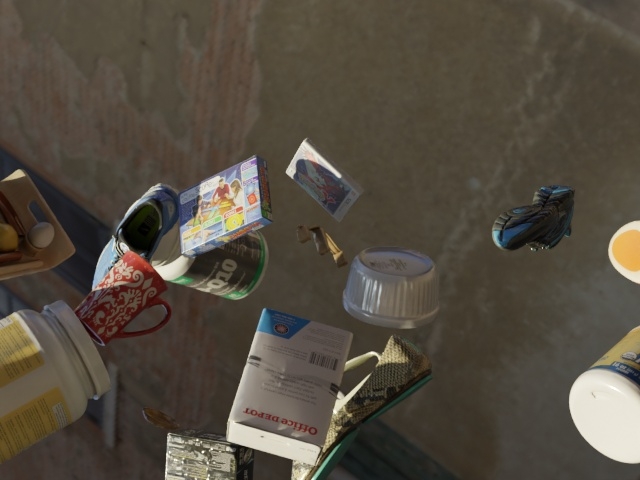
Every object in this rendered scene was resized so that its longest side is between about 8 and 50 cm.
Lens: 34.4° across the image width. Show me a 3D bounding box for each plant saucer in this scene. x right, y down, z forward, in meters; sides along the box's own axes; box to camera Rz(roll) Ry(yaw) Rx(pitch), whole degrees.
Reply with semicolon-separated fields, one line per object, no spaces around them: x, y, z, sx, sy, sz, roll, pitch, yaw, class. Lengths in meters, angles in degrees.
-0.317;0.355;2.040;0.015;0.083;0.083;-64;-19;-1;plant saucer

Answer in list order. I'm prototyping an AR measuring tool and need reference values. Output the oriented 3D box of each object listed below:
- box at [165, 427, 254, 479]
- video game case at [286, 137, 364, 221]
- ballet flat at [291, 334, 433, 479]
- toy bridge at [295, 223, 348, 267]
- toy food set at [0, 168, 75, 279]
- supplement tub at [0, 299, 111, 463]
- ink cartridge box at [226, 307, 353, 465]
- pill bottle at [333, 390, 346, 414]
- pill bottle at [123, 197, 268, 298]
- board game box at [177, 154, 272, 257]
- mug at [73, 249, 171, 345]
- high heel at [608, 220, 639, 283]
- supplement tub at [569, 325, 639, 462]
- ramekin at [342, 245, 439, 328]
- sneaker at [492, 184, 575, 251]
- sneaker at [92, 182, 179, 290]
-0.240;0.495;2.237;0.077;0.180;0.147;1;-88;-65;box
0.009;-0.155;2.696;0.023;0.201;0.183;-44;-4;-27;video game case
0.060;0.413;2.502;0.483;0.182;0.164;-47;-15;11;ballet flat
0.000;0.000;2.229;0.026;0.063;0.188;-27;-31;19;toy bridge
-0.634;-0.039;2.010;0.092;0.220;0.306;-38;-10;23;toy food set
-0.590;0.277;1.943;0.331;0.241;0.241;-29;-29;-23;supplement tub
-0.044;0.211;1.500;0.082;0.139;0.191;105;-178;-57;ink cartridge box
0.040;0.429;2.701;0.065;0.065;0.116;-52;-15;-9;pill bottle
-0.323;0.018;2.651;0.361;0.204;0.204;21;-76;-45;pill bottle
-0.185;-0.064;1.976;0.201;0.136;0.035;-22;-30;29;board game box
-0.387;0.126;2.034;0.169;0.150;0.113;-47;-23;-21;mug
0.467;0.018;1.277;0.244;0.117;0.082;174;100;-68;high heel
0.462;0.204;1.454;0.199;0.144;0.144;-32;-29;-34;supplement tub
0.153;0.092;2.167;0.207;0.207;0.109;-28;-51;-53;ramekin
0.539;-0.027;2.537;0.341;0.125;0.140;-27;-65;-45;sneaker
-0.441;0.019;2.369;0.330;0.129;0.147;-59;-4;15;sneaker
